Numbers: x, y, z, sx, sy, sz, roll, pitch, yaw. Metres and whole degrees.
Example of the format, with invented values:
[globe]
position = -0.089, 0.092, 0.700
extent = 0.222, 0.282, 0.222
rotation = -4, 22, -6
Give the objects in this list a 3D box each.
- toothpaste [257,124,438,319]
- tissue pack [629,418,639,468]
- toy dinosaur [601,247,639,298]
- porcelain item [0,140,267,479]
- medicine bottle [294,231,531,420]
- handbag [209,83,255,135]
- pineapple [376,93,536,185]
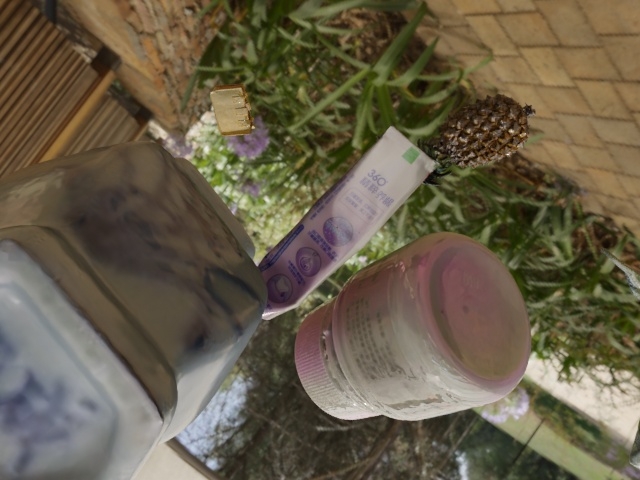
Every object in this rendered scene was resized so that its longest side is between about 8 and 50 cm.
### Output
[toothpaste]
position = 0.000, 0.000, 0.696
extent = 0.075, 0.301, 0.048
rotation = 43, -156, -9
[tissue pack]
position = 0.499, 0.172, 0.778
extent = 0.081, 0.185, 0.257
rotation = 32, 138, 17
[toy dinosaur]
position = 0.814, 0.127, 1.541
extent = 0.363, 0.076, 0.147
rotation = 39, 159, -33
[porcelain item]
position = -0.164, 0.036, 0.524
extent = 0.242, 0.178, 0.405
rotation = 54, -174, -10
[medicine bottle]
position = 0.130, 0.153, 0.988
extent = 0.256, 0.256, 0.325
rotation = 37, 140, -16
[handbag]
position = -0.147, -0.219, 1.057
extent = 0.061, 0.027, 0.083
rotation = 0, 124, 15
[pineapple]
position = 0.174, -0.131, 0.828
extent = 0.083, 0.221, 0.103
rotation = 40, -150, -68
